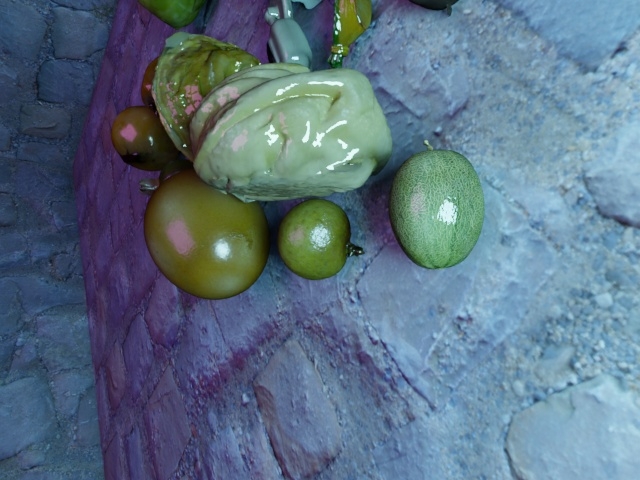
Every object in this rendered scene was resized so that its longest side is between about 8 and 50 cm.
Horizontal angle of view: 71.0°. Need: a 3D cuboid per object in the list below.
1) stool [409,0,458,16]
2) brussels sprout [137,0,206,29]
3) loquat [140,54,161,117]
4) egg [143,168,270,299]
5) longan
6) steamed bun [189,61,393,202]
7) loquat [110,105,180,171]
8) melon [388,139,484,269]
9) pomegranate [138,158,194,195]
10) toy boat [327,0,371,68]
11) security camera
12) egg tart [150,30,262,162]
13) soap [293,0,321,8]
[{"bbox_3d":[0.175,-0.469,0.711,0.125,0.121,0.216,-4,88,52],"label":"stool"},{"bbox_3d":[-0.478,-0.863,1.465,0.328,0.247,0.327,-17,63,36],"label":"brussels sprout"},{"bbox_3d":[-0.485,-0.498,1.463,0.188,0.176,0.234,13,73,26],"label":"loquat"},{"bbox_3d":[-0.266,-0.018,1.068,0.351,0.283,0.282,52,125,39],"label":"egg"},{"bbox_3d":[0.000,0.000,0.864,0.154,0.176,0.145,87,-166,-53],"label":"longan"},{"bbox_3d":[-0.064,-0.186,0.798,0.372,0.326,0.230,172,99,-74],"label":"steamed bun"},{"bbox_3d":[-0.601,-0.357,1.566,0.235,0.235,0.234,-8,80,50],"label":"loquat"},{"bbox_3d":[0.167,-0.054,0.655,0.139,0.139,0.192,-11,81,50],"label":"melon"},{"bbox_3d":[-0.439,-0.163,1.357,0.180,0.210,0.179,-176,90,-67],"label":"pomegranate"},{"bbox_3d":[0.047,-0.462,0.886,0.088,0.089,0.229,-4,86,36],"label":"toy boat"},{"bbox_3d":[-0.092,-0.468,1.030,0.157,0.080,0.301,101,155,-62],"label":"security camera"},{"bbox_3d":[-0.199,-0.305,0.986,0.129,0.342,0.340,-10,78,51],"label":"egg tart"},{"bbox_3d":[-0.014,-0.644,0.999,0.119,0.067,0.197,-11,77,50],"label":"soap"}]
